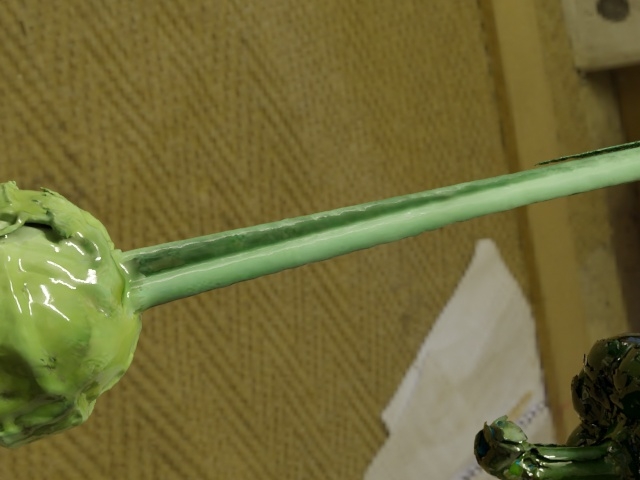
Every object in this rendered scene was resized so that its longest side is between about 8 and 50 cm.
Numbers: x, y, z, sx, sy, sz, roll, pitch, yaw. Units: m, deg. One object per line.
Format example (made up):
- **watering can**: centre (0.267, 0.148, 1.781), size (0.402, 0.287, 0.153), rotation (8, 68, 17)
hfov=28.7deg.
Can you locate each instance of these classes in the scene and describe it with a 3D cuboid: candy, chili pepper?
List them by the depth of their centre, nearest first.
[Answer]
- **candy**: centre (0.000, 0.000, 0.469), size (0.093, 0.335, 0.092), rotation (-116, -166, -69)
- **chili pepper**: centre (0.219, 0.141, 0.823), size (0.165, 0.261, 0.174), rotation (-92, -166, -61)
